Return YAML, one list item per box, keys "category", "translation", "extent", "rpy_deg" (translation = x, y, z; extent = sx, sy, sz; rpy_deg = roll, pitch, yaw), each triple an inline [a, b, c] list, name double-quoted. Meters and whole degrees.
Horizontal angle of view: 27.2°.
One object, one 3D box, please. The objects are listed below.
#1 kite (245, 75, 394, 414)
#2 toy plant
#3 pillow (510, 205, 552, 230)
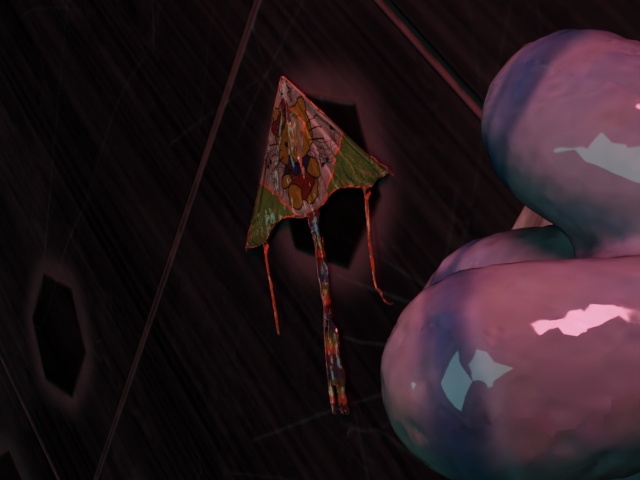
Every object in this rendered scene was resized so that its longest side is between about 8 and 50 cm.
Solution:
- category: "kite"
  translation: [0.000, 0.000, 0.923]
  extent: [0.198, 0.006, 0.244]
  rpy_deg: [-20, 79, 55]
- category: "toy plant"
  translation: [0.159, 0.023, 0.495]
  extent: [0.332, 0.247, 0.247]
  rpy_deg: [-10, 88, 54]
- category: "pillow"
  translation: [0.136, -0.015, 0.676]
  extent: [0.091, 0.055, 0.135]
  rpy_deg: [-92, 18, -60]
